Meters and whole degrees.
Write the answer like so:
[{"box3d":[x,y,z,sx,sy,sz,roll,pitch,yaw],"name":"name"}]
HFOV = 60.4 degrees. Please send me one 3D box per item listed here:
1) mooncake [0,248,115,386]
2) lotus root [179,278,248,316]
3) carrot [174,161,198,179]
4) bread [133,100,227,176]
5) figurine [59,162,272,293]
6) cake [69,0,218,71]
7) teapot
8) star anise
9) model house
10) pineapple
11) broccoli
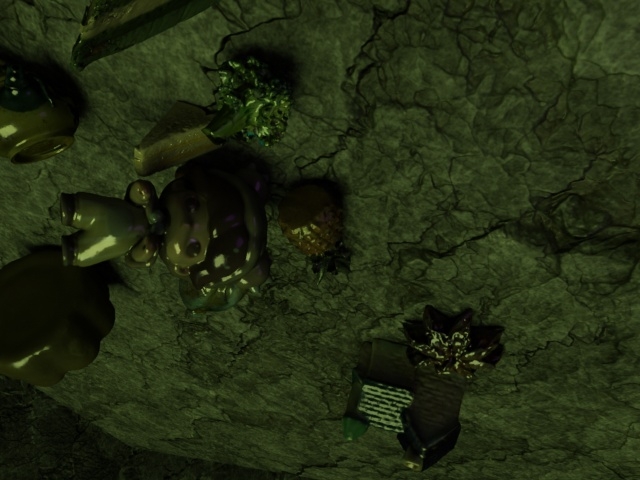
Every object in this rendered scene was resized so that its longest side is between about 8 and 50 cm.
[{"box3d":[-0.769,0.219,1.542,0.378,0.379,0.201,4,148,21],"name":"mooncake"},{"box3d":[-0.271,0.104,1.350,0.158,0.140,0.322,7,160,-23],"name":"lotus root"},{"box3d":[-0.200,-0.032,1.191,0.070,0.070,0.342,-5,138,30],"name":"carrot"},{"box3d":[-0.242,-0.166,0.967,0.105,0.152,0.077,22,145,6],"name":"bread"},{"box3d":[-0.257,-0.019,0.981,0.380,0.248,0.203,-1,174,-32],"name":"figurine"},{"box3d":[-0.174,-0.308,0.653,0.172,0.284,0.158,17,148,-25],"name":"cake"},{"box3d":[-0.558,-0.244,1.029,0.269,0.173,0.183,-19,98,61],"name":"teapot"},{"box3d":[0.308,0.260,1.296,0.223,0.109,0.236,25,142,-14],"name":"star anise"},{"box3d":[0.216,0.445,1.441,0.298,0.284,0.243,11,139,12],"name":"model house"},{"box3d":[0.000,-0.001,1.097,0.128,0.128,0.248,5,149,20],"name":"pineapple"},{"box3d":[-0.120,-0.201,0.853,0.167,0.160,0.154,18,149,36],"name":"broccoli"}]
